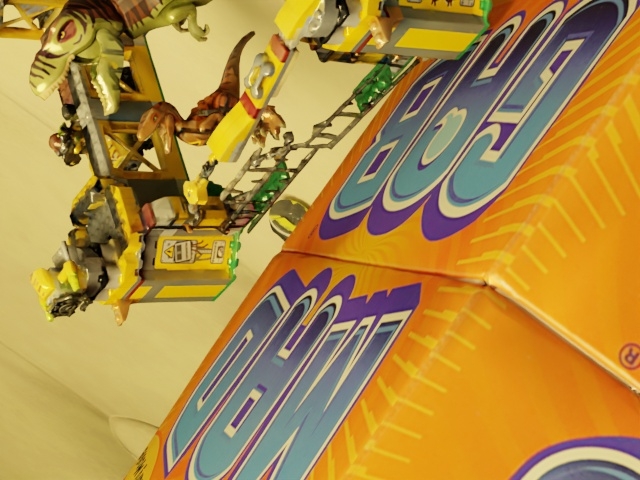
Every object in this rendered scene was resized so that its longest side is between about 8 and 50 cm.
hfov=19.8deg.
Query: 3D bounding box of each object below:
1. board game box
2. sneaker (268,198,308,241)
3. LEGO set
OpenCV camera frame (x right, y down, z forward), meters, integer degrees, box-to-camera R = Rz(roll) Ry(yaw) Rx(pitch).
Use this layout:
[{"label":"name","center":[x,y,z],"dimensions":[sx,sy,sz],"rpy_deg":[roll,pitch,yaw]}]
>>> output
[{"label":"board game box","center":[0.154,0.111,0.728],"dimensions":[0.357,0.356,0.356],"rpy_deg":[36,175,-9]},{"label":"sneaker","center":[0.000,0.000,1.272],"dimensions":[0.083,0.031,0.035],"rpy_deg":[37,168,-2]},{"label":"LEGO set","center":[-0.100,-0.114,0.817],"dimensions":[0.192,0.254,0.331],"rpy_deg":[-1,159,-36]}]
